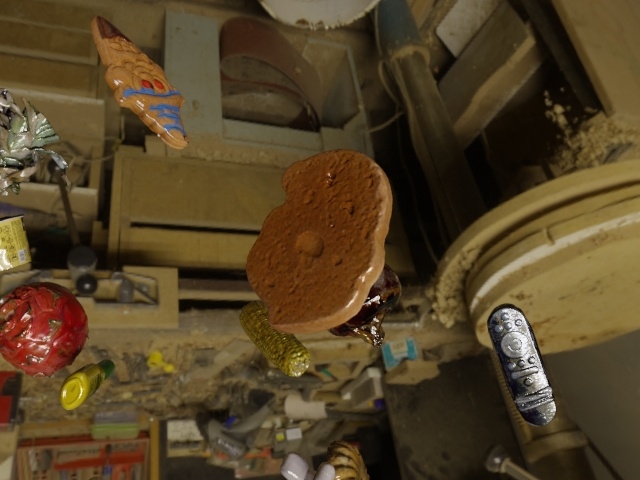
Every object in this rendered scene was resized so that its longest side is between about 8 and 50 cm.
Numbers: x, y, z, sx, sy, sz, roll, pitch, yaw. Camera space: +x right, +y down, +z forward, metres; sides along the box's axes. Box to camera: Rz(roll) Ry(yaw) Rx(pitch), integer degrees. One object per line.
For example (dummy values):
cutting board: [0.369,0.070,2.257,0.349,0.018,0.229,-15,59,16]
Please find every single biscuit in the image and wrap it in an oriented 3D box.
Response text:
biscuit: [-0.329,-0.293,1.046,0.043,0.280,0.183,-27,-173,22]
biscuit: [0.001,0.000,1.299,0.350,0.455,0.078,14,167,41]
biscuit: [0.108,0.859,1.966,0.107,0.326,0.326,-17,147,9]

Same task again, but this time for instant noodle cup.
instant noodle cup: [-0.789,0.012,1.382,0.151,0.122,0.151,-15,-174,2]

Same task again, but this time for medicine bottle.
medicine bottle: [-0.581,0.349,1.427,0.064,0.095,0.260,20,179,-4]

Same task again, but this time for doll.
doll: [0.006,0.529,1.215,0.161,0.059,0.160,2,134,36]

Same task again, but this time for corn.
corn: [-0.150,0.298,1.756,0.120,0.363,0.120,-14,117,-29]

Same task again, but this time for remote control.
remote control: [0.423,0.258,1.190,0.090,0.266,0.066,-19,-177,17]

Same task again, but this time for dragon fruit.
dragon fruit: [-0.719,0.225,1.451,0.241,0.241,0.252,-19,115,14]

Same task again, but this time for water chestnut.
water chestnut: [0.104,0.155,1.430,0.223,0.238,0.224,-29,160,-12]

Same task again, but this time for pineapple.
pineapple: [-0.568,-0.129,0.936,0.272,0.262,0.262,-46,157,-23]

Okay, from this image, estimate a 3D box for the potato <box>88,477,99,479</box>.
potato: [-0.613,0.720,1.541,0.054,0.198,0.119,-34,110,-20]
